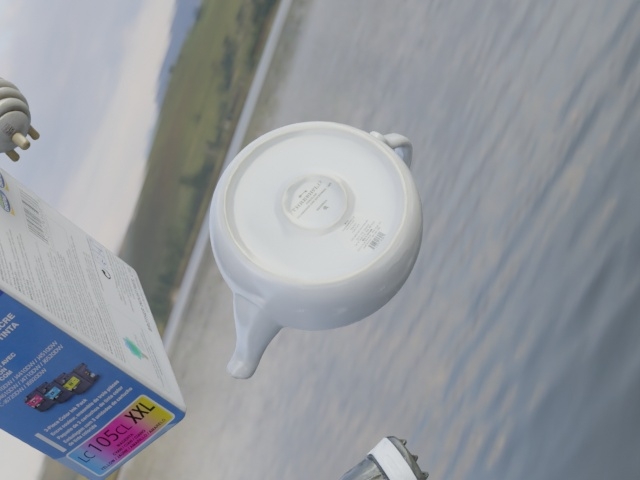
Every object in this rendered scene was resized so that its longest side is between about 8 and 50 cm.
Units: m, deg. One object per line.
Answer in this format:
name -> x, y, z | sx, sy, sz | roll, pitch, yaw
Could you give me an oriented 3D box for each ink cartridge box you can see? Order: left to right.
ink cartridge box -> -0.348, 0.054, 1.454 | 0.151, 0.395, 0.270 | -39, 41, 8

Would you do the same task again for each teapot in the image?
teapot -> 0.000, 0.000, 1.521 | 0.187, 0.256, 0.253 | 84, 176, -60

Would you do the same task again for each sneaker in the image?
sneaker -> 0.037, 0.240, 1.112 | 0.106, 0.078, 0.234 | -31, -27, -12

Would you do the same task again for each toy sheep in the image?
toy sheep -> -0.348, -0.131, 1.434 | 0.091, 0.132, 0.091 | -37, -36, -33
